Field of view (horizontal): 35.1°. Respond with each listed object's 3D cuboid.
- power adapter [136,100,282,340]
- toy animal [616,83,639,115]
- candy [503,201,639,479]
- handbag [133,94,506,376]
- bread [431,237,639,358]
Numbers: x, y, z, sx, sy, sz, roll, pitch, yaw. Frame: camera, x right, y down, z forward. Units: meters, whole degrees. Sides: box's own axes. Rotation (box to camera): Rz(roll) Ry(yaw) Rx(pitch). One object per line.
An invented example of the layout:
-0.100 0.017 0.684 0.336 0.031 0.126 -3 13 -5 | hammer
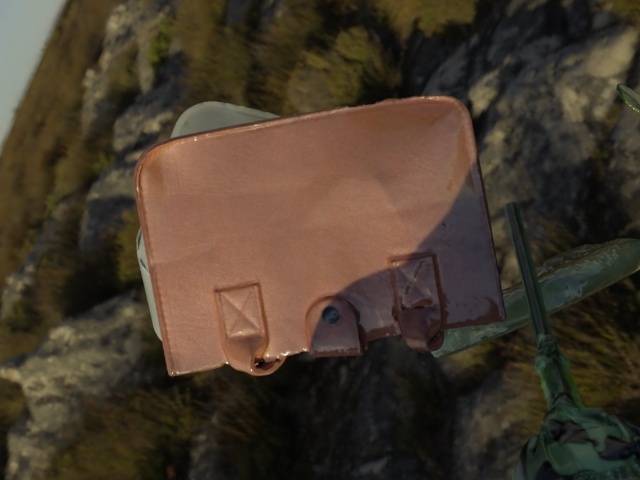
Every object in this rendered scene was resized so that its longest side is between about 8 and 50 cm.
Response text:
-0.093 0.011 0.990 0.255 0.124 0.187 99 -175 -65 | power adapter
0.356 -0.066 0.951 0.075 0.216 0.041 -17 26 38 | toy animal
0.152 0.071 0.637 0.091 0.083 0.305 -23 38 18 | candy
0.000 0.000 0.635 0.059 0.213 0.157 3 -102 -86 | handbag
0.178 0.031 0.755 0.036 0.193 0.112 65 157 5 | bread
